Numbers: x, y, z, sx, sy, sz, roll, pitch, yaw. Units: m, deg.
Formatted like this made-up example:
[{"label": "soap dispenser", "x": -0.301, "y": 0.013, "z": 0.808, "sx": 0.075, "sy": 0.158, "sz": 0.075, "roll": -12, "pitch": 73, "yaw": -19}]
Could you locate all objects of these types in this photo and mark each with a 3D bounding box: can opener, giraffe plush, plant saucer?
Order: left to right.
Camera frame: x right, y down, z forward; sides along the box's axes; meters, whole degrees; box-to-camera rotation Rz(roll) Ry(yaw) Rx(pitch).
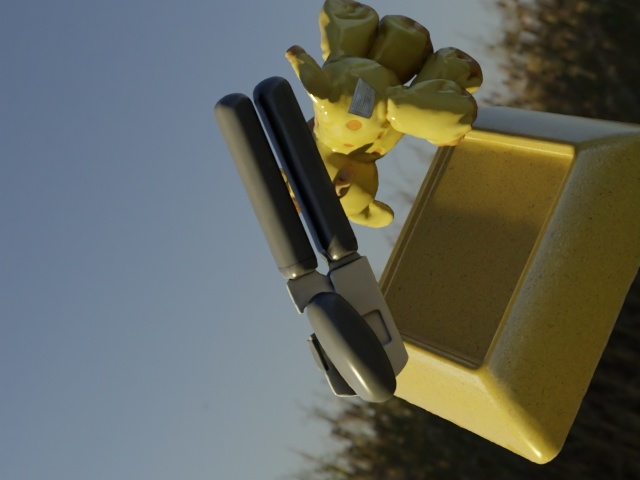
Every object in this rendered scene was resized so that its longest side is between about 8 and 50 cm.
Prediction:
[{"label": "can opener", "x": 0.000, "y": 0.000, "z": 1.263, "sx": 0.076, "sy": 0.283, "sz": 0.095, "roll": -24, "pitch": 6, "yaw": -15}, {"label": "giraffe plush", "x": 0.033, "y": -0.097, "z": 1.398, "sx": 0.210, "sy": 0.181, "sz": 0.170, "roll": -46, "pitch": -15, "yaw": -52}, {"label": "plant saucer", "x": 0.168, "y": 0.015, "z": 1.483, "sx": 0.333, "sy": 0.081, "sz": 0.332, "roll": 18, "pitch": 84, "yaw": 62}]
